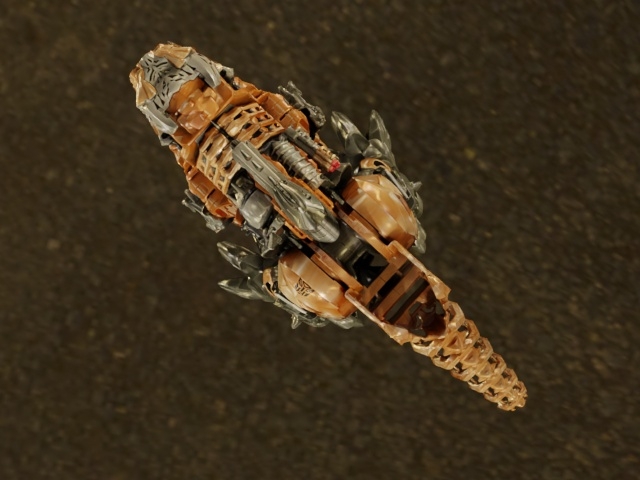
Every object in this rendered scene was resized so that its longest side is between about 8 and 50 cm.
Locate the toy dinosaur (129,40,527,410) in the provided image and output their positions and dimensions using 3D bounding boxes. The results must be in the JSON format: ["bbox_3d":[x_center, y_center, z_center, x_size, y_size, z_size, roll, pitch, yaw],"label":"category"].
[{"bbox_3d":[0.000,0.000,1.084,0.164,0.218,0.322,-27,91,0],"label":"toy dinosaur"}]
